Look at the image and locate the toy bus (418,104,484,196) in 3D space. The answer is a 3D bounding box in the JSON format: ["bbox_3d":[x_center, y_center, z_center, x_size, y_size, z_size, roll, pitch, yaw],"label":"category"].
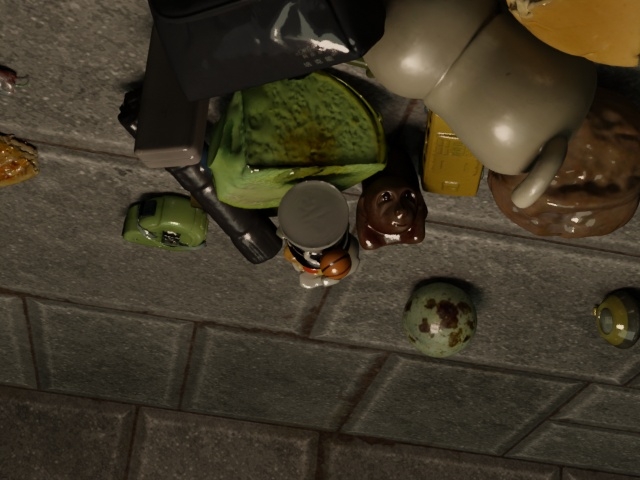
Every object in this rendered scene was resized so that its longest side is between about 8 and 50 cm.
[{"bbox_3d":[0.231,-0.167,1.942,0.121,0.123,0.335,5,154,3],"label":"toy bus"}]

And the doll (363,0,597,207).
[{"bbox_3d":[0.223,-0.244,1.624,0.370,0.226,0.215,43,126,2],"label":"doll"}]

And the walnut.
[{"bbox_3d":[0.409,-0.127,1.868,0.273,0.273,0.227,9,-170,-6],"label":"walnut"}]

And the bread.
[{"bbox_3d":[0.325,-0.364,1.470,0.211,0.183,0.224,8,152,8],"label":"bread"}]

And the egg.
[{"bbox_3d":[0.270,0.183,2.598,0.169,0.169,0.231,3,165,6],"label":"egg"}]

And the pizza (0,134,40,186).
[{"bbox_3d":[-0.708,-0.165,2.198,0.336,0.086,0.226,5,155,6],"label":"pizza"}]

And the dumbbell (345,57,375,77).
[{"bbox_3d":[0.040,-0.293,1.816,0.118,0.046,0.052,12,159,-11],"label":"dumbbell"}]

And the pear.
[{"bbox_3d":[-0.063,-0.164,1.960,0.287,0.176,0.282,-4,165,-21],"label":"pear"}]

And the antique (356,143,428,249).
[{"bbox_3d":[0.124,-0.080,2.019,0.121,0.257,0.143,-7,114,9],"label":"antique"}]

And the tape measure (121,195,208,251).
[{"bbox_3d":[-0.311,-0.032,2.375,0.178,0.087,0.154,11,153,-15],"label":"tape measure"}]

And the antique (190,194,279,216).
[{"bbox_3d":[-0.137,-0.101,2.204,0.221,0.080,0.081,8,152,-3],"label":"antique"}]

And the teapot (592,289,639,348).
[{"bbox_3d":[0.678,0.172,2.557,0.119,0.130,0.166,-2,-170,-18],"label":"teapot"}]

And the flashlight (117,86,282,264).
[{"bbox_3d":[-0.205,-0.112,2.072,0.103,0.103,0.424,-12,134,32],"label":"flashlight"}]

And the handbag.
[{"bbox_3d":[-0.097,-0.341,1.507,0.302,0.178,0.275,-9,119,30],"label":"handbag"}]

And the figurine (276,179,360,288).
[{"bbox_3d":[0.000,0.000,1.970,0.133,0.176,0.236,-22,166,-4],"label":"figurine"}]

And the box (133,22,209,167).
[{"bbox_3d":[-0.222,-0.232,1.772,0.103,0.243,0.055,-3,156,19],"label":"box"}]

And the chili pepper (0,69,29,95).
[{"bbox_3d":[-0.582,-0.283,1.980,0.153,0.041,0.050,14,111,-15],"label":"chili pepper"}]
